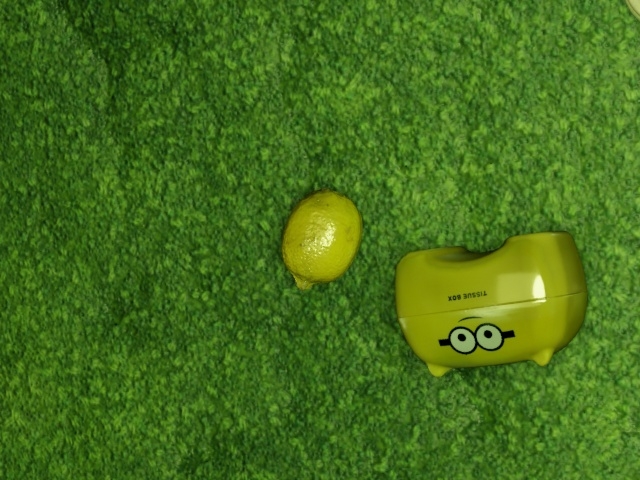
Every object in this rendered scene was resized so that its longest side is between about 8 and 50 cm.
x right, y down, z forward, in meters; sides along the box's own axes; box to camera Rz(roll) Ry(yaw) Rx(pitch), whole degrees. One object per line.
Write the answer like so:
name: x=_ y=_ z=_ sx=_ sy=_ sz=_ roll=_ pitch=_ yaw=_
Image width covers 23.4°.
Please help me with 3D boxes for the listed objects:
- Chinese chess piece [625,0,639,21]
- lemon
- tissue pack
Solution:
Chinese chess piece: x=0.339 y=-0.249 z=1.433 sx=0.122 sy=0.051 sz=0.122 roll=2 pitch=95 yaw=28
lemon: x=0.000 y=0.000 z=1.610 sx=0.082 sy=0.082 sz=0.111 roll=20 pitch=96 yaw=25
tissue pack: x=0.167 y=0.061 z=1.503 sx=0.178 sy=0.123 sz=0.127 roll=-8 pitch=90 yaw=27
